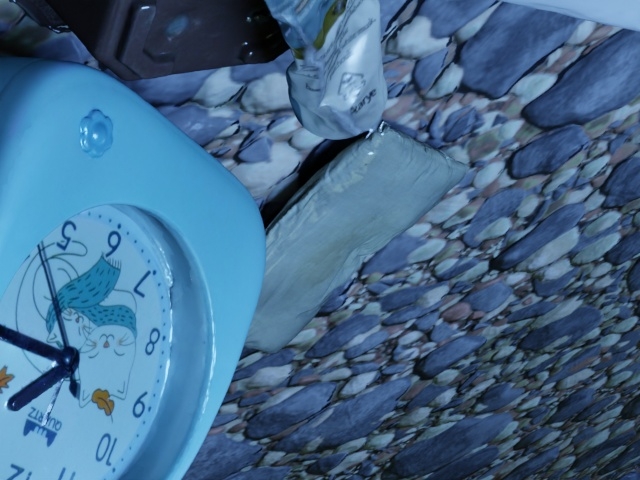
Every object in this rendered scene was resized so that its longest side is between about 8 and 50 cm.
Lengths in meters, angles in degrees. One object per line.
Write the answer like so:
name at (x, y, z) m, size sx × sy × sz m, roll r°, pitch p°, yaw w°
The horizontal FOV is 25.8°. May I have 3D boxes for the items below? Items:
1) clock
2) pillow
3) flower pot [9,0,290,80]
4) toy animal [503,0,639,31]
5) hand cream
clock at (-0.145, 0.057, 0.737) m, size 0.223 × 0.094 × 0.274 m, roll 43°, pitch 64°, yaw -51°
pillow at (0.000, 0.000, 1.044) m, size 0.230 × 0.050 × 0.148 m, roll -43°, pitch 156°, yaw 19°
flower pot at (-0.045, -0.168, 0.654) m, size 0.179 × 0.084 × 0.251 m, roll -13°, pitch 149°, yaw -31°
toy animal at (0.032, -0.200, 0.366) m, size 0.258 × 0.357 × 0.194 m, roll -11°, pitch 152°, yaw -39°
hand cream at (-0.009, -0.125, 0.635) m, size 0.075 × 0.052 × 0.248 m, roll -48°, pitch 152°, yaw -15°
